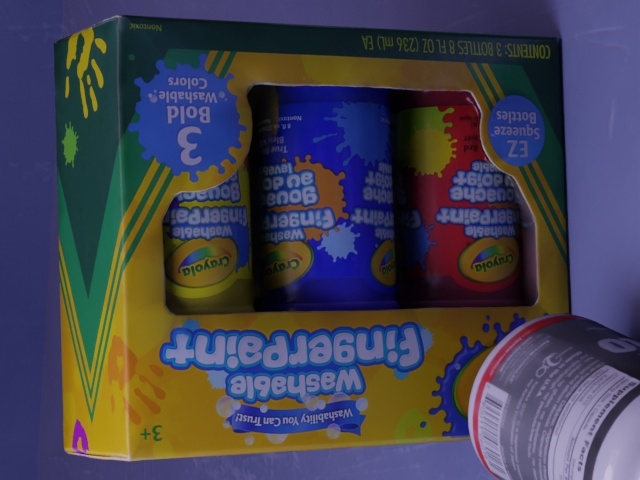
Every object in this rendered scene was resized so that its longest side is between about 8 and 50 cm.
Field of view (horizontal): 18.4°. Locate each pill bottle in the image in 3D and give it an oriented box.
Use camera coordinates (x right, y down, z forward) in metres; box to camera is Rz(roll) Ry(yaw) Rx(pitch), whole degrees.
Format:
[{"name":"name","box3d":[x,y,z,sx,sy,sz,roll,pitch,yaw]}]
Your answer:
[{"name":"pill bottle","box3d":[0.254,0.168,1.582,0.283,0.161,0.161,26,114,60]}]

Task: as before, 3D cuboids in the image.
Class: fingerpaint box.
[{"name":"fingerpaint box","box3d":[0.000,0.000,1.770,0.163,0.444,0.371,-7,84,62]}]
